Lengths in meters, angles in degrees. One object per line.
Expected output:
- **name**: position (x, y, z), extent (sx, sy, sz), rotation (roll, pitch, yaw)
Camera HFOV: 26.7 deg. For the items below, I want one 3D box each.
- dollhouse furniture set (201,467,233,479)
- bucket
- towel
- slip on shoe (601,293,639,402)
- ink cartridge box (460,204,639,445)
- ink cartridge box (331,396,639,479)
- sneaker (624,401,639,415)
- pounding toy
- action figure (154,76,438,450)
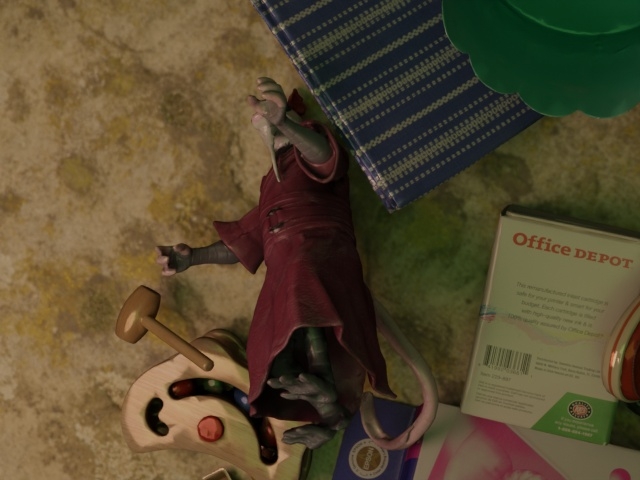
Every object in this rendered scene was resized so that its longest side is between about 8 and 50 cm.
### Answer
- **dollhouse furniture set**: position (-0.115, 0.321, 1.486), extent (0.091, 0.081, 0.114), rotation (-29, 91, 14)
- **bucket**: position (0.245, -0.270, 1.229), extent (0.281, 0.183, 0.281), rotation (6, 119, 12)
- **towel**: position (0.074, -0.224, 1.357), extent (0.243, 0.040, 0.336), rotation (-34, 91, -14)
- **slip on shoe**: position (0.414, 0.066, 1.267), extent (0.331, 0.101, 0.123), rotation (-21, 122, -12)
- **ink cartridge box**: position (0.240, 0.082, 1.376), extent (0.154, 0.093, 0.212), rotation (12, 101, 10)
- **ink cartridge box**: position (0.147, 0.337, 1.369), extent (0.330, 0.071, 0.324), rotation (12, 74, 12)
- **sneaker**: position (0.432, 0.130, 1.334), extent (0.267, 0.106, 0.101), rotation (-11, 89, 13)
- **pounding toy**: position (-0.130, 0.185, 1.433), extent (0.269, 0.155, 0.154), rotation (37, 99, 5)
- **action figure**: position (0.000, 0.000, 1.354), extent (0.248, 0.276, 0.370), rotation (-42, 42, 47)
